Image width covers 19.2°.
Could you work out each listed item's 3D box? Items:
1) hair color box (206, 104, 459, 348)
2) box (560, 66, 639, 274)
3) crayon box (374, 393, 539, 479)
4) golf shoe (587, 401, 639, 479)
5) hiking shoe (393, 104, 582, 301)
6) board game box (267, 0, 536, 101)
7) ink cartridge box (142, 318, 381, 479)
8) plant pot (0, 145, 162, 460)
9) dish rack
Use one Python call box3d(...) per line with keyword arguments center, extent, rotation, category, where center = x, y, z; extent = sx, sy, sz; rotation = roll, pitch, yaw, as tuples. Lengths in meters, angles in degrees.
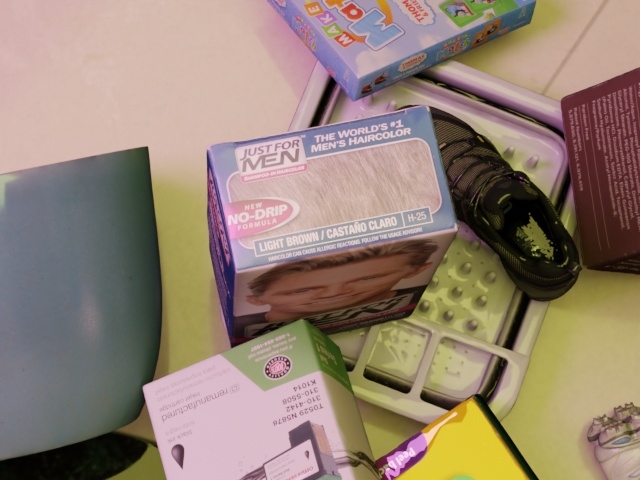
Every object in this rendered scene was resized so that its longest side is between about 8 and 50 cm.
box3d(center=(0.000, 0.000, 1.554), extent=(0.174, 0.347, 0.105), rotation=(-11, 78, -5), category="hair color box")
box3d(center=(0.351, -0.070, 1.707), extent=(0.168, 0.203, 0.167), rotation=(4, 74, -39), category="box")
box3d(center=(0.076, 0.362, 1.641), extent=(0.363, 0.106, 0.313), rotation=(-35, 83, 4), category="crayon box")
box3d(center=(0.338, 0.180, 1.761), extent=(0.176, 0.069, 0.086), rotation=(-20, 99, -4), category="golf shoe")
box3d(center=(0.153, -0.048, 1.694), extent=(0.227, 0.114, 0.086), rotation=(43, 77, 7), category="hiking shoe")
box3d(center=(0.072, -0.231, 1.788), extent=(0.211, 0.039, 0.160), rotation=(-26, 62, -25), category="board game box")
box3d(center=(-0.038, 0.201, 1.579), extent=(0.160, 0.092, 0.219), rotation=(-24, 63, 11), category="ink cartridge box")
box3d(center=(-0.270, 0.061, 1.642), extent=(0.293, 0.293, 0.235), rotation=(-12, 94, -6), category="plant pot")
box3d(center=(0.084, -0.005, 1.774), extent=(0.286, 0.072, 0.332), rotation=(21, 77, 2), category="dish rack")
